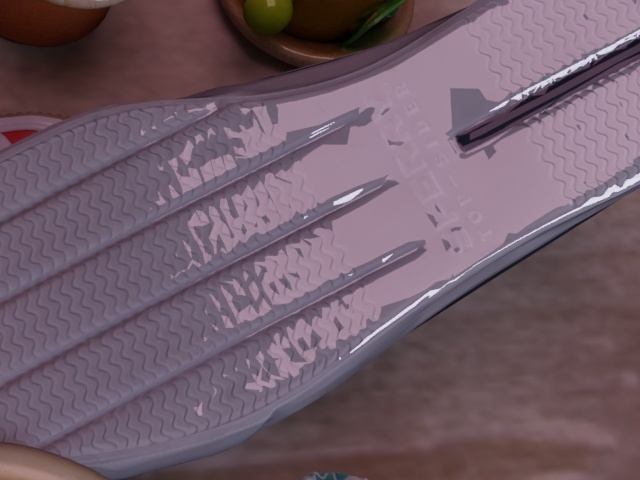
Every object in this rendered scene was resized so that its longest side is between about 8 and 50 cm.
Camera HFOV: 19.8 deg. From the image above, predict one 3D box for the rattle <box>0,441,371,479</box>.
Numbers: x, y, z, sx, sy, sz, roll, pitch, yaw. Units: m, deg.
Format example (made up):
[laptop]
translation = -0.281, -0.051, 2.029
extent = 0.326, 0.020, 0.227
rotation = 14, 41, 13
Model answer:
[rattle]
translation = -0.064, 0.117, 0.513
extent = 0.199, 0.143, 0.130
rotation = 2, 73, -3

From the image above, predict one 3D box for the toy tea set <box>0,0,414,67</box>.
[toy tea set]
translation = -0.009, -0.194, 0.757
extent = 0.200, 0.124, 0.336
rotation = 29, 55, 2

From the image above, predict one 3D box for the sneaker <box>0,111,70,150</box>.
[sneaker]
translation = -0.125, -0.012, 0.656
extent = 0.118, 0.042, 0.067
rotation = 5, 53, -5

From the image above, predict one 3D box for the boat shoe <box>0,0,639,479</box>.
[boat shoe]
translation = 0.000, 0.000, 0.648
extent = 0.335, 0.119, 0.121
rotation = -21, 79, -7
